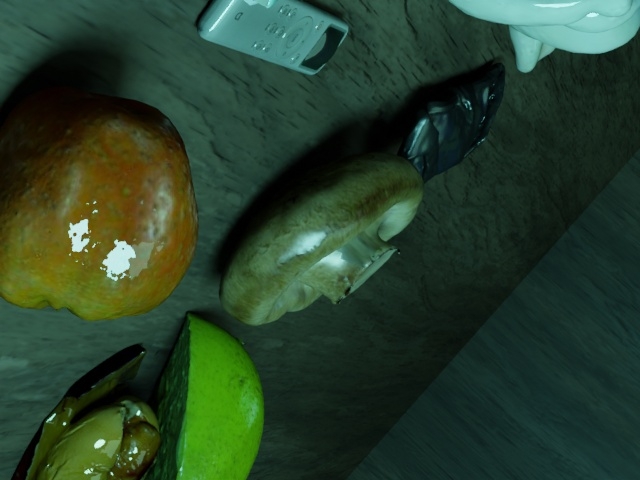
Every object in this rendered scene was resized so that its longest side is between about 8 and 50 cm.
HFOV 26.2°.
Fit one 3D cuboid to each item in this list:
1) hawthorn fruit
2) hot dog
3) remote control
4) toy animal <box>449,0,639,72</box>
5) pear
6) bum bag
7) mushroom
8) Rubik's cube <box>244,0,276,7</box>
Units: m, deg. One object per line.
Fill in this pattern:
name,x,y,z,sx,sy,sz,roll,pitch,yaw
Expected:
hawthorn fruit,-0.180,-0.029,1.054,0.189,0.189,0.189,-43,163,-16
hot dog,-0.268,0.282,1.644,0.194,0.107,0.326,-34,159,-41
remote control,-0.035,-0.194,1.272,0.067,0.029,0.261,-51,163,13
toy animal,0.207,-0.283,1.377,0.367,0.241,0.196,2,90,-71
pear,-0.145,0.268,1.675,0.239,0.139,0.288,-86,-163,-47
bum bag,0.162,-0.144,1.801,0.310,0.074,0.137,-33,147,-55
mushroom,0.000,0.000,1.610,0.278,0.146,0.278,-38,171,-7
Rubik's cube,-0.052,-0.229,1.086,0.084,0.073,0.075,-59,178,19
